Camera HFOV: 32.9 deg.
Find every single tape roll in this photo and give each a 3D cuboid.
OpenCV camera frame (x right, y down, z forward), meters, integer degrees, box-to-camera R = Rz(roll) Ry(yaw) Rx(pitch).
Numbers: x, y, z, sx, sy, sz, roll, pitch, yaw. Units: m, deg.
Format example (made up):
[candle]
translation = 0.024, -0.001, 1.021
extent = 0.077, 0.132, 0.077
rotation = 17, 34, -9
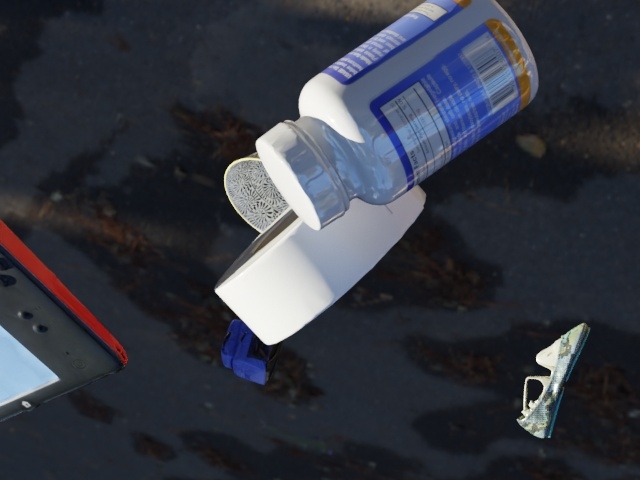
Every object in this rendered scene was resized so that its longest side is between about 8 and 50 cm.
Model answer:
[tape roll]
translation = 0.000, 0.000, 1.377
extent = 0.100, 0.286, 0.286
rotation = 47, 146, -6

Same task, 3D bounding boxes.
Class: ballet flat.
[ballet flat]
translation = 0.347, 0.205, 1.635
extent = 0.070, 0.188, 0.070
rotation = 19, -175, -2

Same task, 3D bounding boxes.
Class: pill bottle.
[pill bottle]
translation = 0.074, -0.131, 1.113
extent = 0.152, 0.272, 0.152
rotation = 52, 170, 13

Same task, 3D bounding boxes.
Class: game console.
[game console]
translation = -0.492, 0.112, 1.433
extent = 0.387, 0.060, 0.342
rotation = -24, 116, 31

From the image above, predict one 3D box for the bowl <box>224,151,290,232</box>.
[bowl]
translation = -0.050, -0.081, 1.614
extent = 0.170, 0.080, 0.170
rotation = 22, 143, 18

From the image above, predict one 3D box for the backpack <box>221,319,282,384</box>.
[backpack]
translation = -0.114, 0.173, 1.891
extent = 0.101, 0.120, 0.098
rotation = 20, 155, 0
